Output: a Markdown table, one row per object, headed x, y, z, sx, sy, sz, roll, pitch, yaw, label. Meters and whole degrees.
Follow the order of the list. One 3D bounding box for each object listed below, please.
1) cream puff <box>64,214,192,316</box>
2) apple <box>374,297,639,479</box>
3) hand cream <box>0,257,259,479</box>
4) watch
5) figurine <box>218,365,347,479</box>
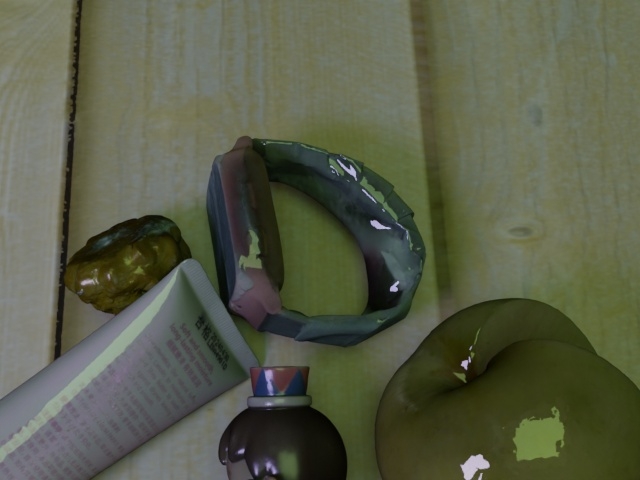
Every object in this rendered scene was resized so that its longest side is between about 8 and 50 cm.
| x | y | z | sx | sy | sz | roll | pitch | yaw | label |
| --- | --- | --- | --- | --- | --- | --- | --- | --- | --- |
| -0.215 | 0.042 | 0.864 | 0.146 | 0.146 | 0.116 | -32 | 117 | -14 | cream puff |
| 0.204 | 0.208 | 0.762 | 0.292 | 0.292 | 0.254 | -38 | 108 | -15 | apple |
| -0.248 | 0.180 | 0.807 | 0.358 | 0.118 | 0.186 | -34 | 122 | -14 | hand cream |
| 0.000 | 0.000 | 0.882 | 0.241 | 0.162 | 0.254 | -7 | 74 | -15 | watch |
| -0.059 | 0.268 | 0.788 | 0.158 | 0.161 | 0.276 | 14 | 66 | 15 | figurine |
